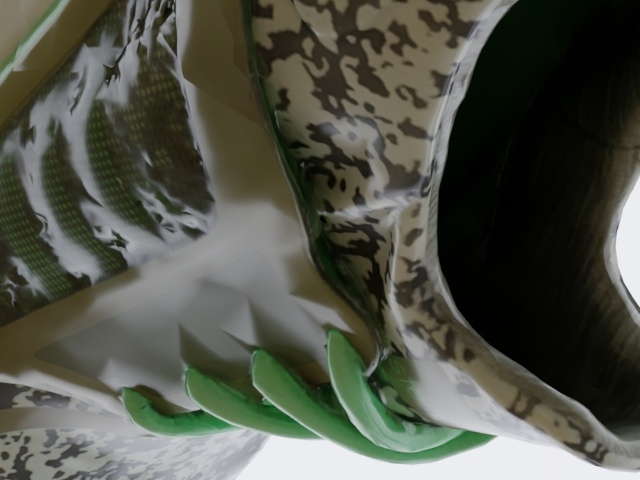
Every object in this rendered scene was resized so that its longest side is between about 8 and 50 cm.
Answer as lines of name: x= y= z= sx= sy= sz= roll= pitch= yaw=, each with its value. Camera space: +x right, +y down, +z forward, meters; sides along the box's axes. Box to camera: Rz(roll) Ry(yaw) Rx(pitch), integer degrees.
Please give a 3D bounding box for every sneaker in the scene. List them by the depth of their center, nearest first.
sneaker: x=0.000 y=0.000 z=0.467 sx=0.182 sy=0.158 sz=0.410 roll=58 pitch=-33 yaw=25
